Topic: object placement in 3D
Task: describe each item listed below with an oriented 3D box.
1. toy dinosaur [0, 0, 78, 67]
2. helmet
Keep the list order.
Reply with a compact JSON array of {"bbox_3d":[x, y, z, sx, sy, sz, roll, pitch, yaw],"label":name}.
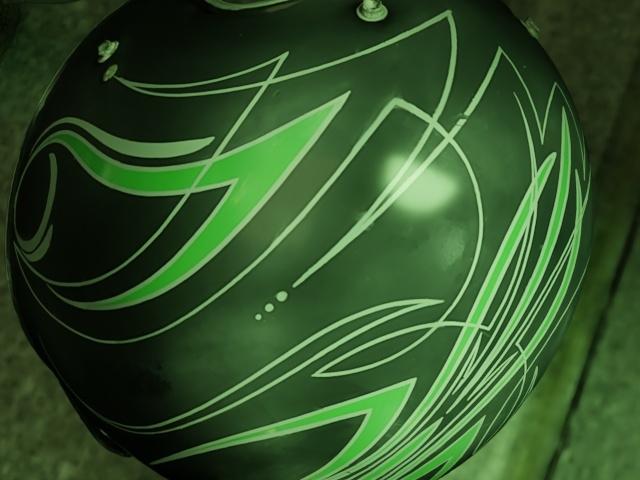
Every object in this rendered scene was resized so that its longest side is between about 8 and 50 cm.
[{"bbox_3d":[-0.223,-0.138,0.657,0.160,0.121,0.313,-23,49,-21],"label":"toy dinosaur"},{"bbox_3d":[0.000,0.000,0.479,0.161,0.169,0.169,9,73,40],"label":"helmet"}]
